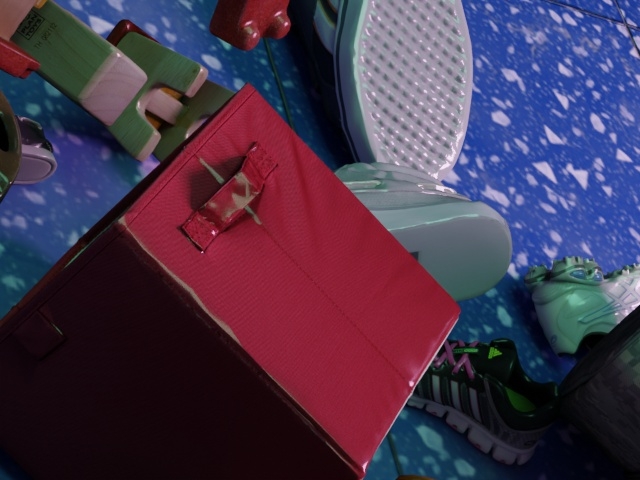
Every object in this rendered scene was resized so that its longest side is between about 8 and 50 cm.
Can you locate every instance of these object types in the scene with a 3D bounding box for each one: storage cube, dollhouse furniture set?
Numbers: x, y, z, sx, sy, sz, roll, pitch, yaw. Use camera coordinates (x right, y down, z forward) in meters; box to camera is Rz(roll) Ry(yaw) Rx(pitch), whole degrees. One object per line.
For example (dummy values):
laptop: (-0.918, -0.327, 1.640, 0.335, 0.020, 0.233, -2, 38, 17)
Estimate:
storage cube: (-0.065, 0.062, 1.073, 0.193, 0.215, 0.184, 47, 36, -7)
dollhouse furniture set: (-0.143, -0.192, 1.137, 0.152, 0.201, 0.374, 37, 2, 21)

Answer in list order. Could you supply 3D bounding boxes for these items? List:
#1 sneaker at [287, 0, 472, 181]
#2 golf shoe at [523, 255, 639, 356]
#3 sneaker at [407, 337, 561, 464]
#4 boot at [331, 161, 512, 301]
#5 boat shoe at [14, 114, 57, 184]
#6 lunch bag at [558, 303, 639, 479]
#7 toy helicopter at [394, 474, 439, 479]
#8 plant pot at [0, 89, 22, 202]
sneaker: (0.038, -0.187, 1.490, 0.126, 0.127, 0.321, 3, 77, -34)
golf shoe: (0.237, 0.062, 1.489, 0.176, 0.069, 0.086, 2, 74, -38)
sneaker: (0.103, 0.092, 1.309, 0.170, 0.075, 0.063, 35, 38, -12)
boot: (0.000, 0.000, 1.307, 0.258, 0.095, 0.123, -2, 21, -26)
boat shoe: (-0.226, -0.068, 1.179, 0.125, 0.046, 0.038, 10, 49, -41)
lunch bag: (0.325, 0.133, 1.284, 0.212, 0.305, 0.256, -42, 84, -8)
toy helicopter: (0.141, 0.270, 1.005, 0.355, 0.235, 0.140, 26, 72, -1)
plant pot: (-0.257, -0.022, 1.008, 0.167, 0.165, 0.167, 24, 41, -23)
